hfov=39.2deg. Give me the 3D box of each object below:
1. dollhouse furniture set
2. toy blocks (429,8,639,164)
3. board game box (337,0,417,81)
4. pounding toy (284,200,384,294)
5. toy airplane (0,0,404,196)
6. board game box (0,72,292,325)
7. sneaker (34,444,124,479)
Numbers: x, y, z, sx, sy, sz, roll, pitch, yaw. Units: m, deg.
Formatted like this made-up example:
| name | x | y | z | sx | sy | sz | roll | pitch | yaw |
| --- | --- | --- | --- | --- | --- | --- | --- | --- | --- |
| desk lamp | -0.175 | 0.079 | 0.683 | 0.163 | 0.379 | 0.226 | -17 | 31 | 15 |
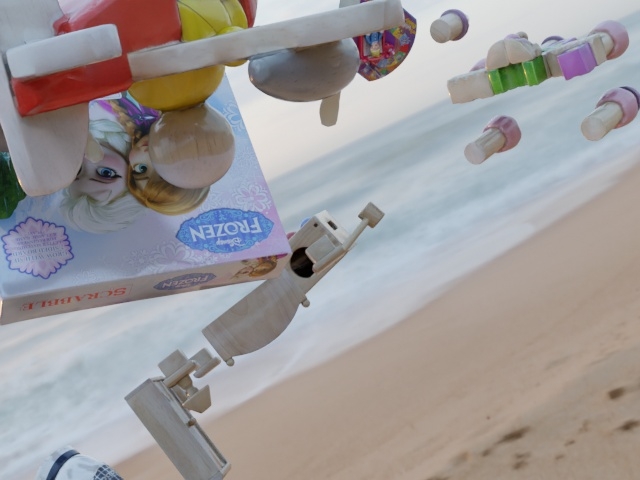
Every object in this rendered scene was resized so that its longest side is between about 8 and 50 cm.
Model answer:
| name | x | y | z | sx | sy | sz | roll | pitch | yaw |
| --- | --- | --- | --- | --- | --- | --- | --- | --- | --- |
| dollhouse furniture set | -0.078 | 0.181 | 1.298 | 0.355 | 0.174 | 0.303 | -38 | -5 | -5 |
| toy blocks | 0.379 | -0.323 | 1.524 | 0.288 | 0.309 | 0.260 | -8 | 19 | 42 |
| board game box | 0.094 | -0.339 | 1.504 | 0.133 | 0.168 | 0.033 | -49 | 40 | 14 |
| pounding toy | 0.003 | -0.003 | 1.465 | 0.206 | 0.094 | 0.181 | -45 | -2 | 11 |
| toy airplane | -0.159 | -0.151 | 0.813 | 0.384 | 0.272 | 0.386 | -31 | 34 | -13 |
| board game box | -0.230 | -0.084 | 1.017 | 0.318 | 0.318 | 0.066 | -10 | -26 | -27 |
| sneaker | -0.285 | 0.357 | 1.038 | 0.095 | 0.235 | 0.090 | 16 | 20 | 17 |
